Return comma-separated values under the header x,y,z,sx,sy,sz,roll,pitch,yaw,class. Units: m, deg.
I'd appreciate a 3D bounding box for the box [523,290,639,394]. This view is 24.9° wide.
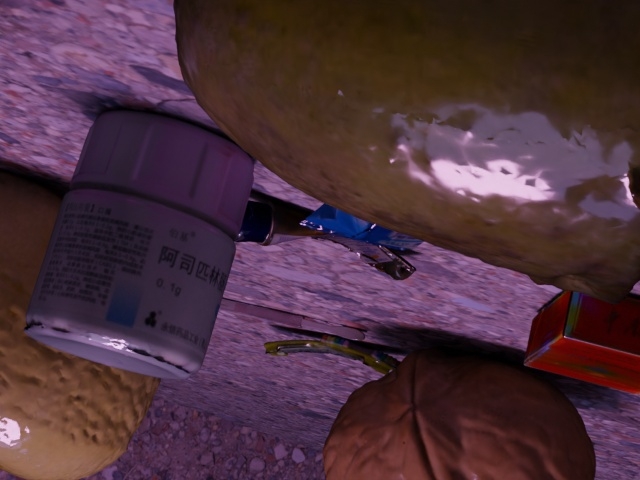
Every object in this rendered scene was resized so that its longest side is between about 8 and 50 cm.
x,y,z,sx,sy,sz,roll,pitch,yaw,class
0.243,0.084,1.220,0.112,0.048,0.175,14,167,-1,box

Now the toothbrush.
x,y,z,sx,sy,sz,roll,pitch,yaw,class
-0.040,0.091,1.687,0.194,0.014,0.017,12,168,16,toothbrush

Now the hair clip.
x,y,z,sx,sy,sz,roll,pitch,yaw,class
0.018,0.137,1.773,0.188,0.033,0.060,7,167,25,hair clip

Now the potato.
x,y,z,sx,sy,sz,roll,pitch,yaw,class
0.039,-0.058,0.711,0.255,0.112,0.269,15,166,5,potato

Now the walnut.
x,y,z,sx,sy,sz,roll,pitch,yaw,class
0.155,0.251,1.602,0.277,0.252,0.313,8,156,32,walnut

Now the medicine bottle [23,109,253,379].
x,y,z,sx,sy,sz,roll,pitch,yaw,class
-0.128,0.004,1.045,0.135,0.169,0.135,14,167,3,medicine bottle

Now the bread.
x,y,z,sx,sy,sz,roll,pitch,yaw,class
-0.302,0.088,1.398,0.320,0.237,0.320,30,158,13,bread

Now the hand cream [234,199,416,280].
x,y,z,sx,sy,sz,roll,pitch,yaw,class
0.000,0.000,1.196,0.163,0.039,0.062,16,167,-29,hand cream

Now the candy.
x,y,z,sx,sy,sz,roll,pitch,yaw,class
0.049,-0.020,1.029,0.088,0.038,0.136,16,159,-18,candy
